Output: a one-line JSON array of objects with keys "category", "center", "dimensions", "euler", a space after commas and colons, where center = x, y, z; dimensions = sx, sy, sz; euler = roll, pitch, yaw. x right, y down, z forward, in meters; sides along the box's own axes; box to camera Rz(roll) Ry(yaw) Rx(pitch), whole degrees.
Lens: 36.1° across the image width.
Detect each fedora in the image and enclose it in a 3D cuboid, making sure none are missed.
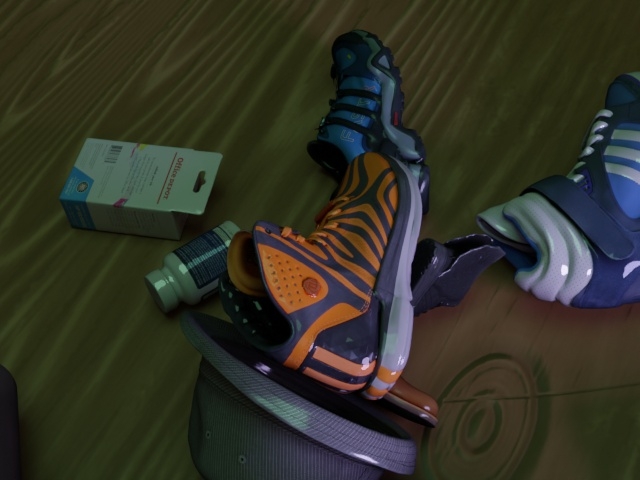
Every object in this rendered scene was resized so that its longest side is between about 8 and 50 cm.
[{"category": "fedora", "center": [-0.042, 0.186, 0.947], "dimensions": [0.275, 0.243, 0.124], "euler": [28, 90, 34]}]

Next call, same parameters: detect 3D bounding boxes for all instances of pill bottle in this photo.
[{"category": "pill bottle", "center": [-0.140, 0.033, 1.134], "dimensions": [0.120, 0.067, 0.067], "euler": [-31, 57, -19]}]

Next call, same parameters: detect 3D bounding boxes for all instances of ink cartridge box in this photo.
[{"category": "ink cartridge box", "center": [-0.215, -0.062, 1.216], "dimensions": [0.181, 0.062, 0.104], "euler": [7, 53, 10]}]

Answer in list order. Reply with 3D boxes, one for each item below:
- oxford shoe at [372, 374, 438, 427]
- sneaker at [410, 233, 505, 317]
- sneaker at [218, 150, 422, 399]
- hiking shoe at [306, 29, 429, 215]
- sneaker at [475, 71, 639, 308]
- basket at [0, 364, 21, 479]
[{"category": "oxford shoe", "center": [0.047, 0.121, 1.040], "dimensions": [0.212, 0.076, 0.076], "euler": [34, 77, 26]}, {"category": "sneaker", "center": [0.122, 0.058, 1.090], "dimensions": [0.170, 0.089, 0.051], "euler": [-56, 39, 15]}, {"category": "sneaker", "center": [0.000, 0.000, 1.003], "dimensions": [0.180, 0.125, 0.321], "euler": [21, 41, -16]}, {"category": "hiking shoe", "center": [0.042, -0.154, 1.238], "dimensions": [0.132, 0.113, 0.304], "euler": [-11, 52, -6]}, {"category": "sneaker", "center": [0.298, -0.069, 1.145], "dimensions": [0.236, 0.130, 0.323], "euler": [0, 58, -2]}, {"category": "basket", "center": [-0.360, 0.231, 0.937], "dimensions": [0.154, 0.204, 0.227], "euler": [20, 36, -30]}]
